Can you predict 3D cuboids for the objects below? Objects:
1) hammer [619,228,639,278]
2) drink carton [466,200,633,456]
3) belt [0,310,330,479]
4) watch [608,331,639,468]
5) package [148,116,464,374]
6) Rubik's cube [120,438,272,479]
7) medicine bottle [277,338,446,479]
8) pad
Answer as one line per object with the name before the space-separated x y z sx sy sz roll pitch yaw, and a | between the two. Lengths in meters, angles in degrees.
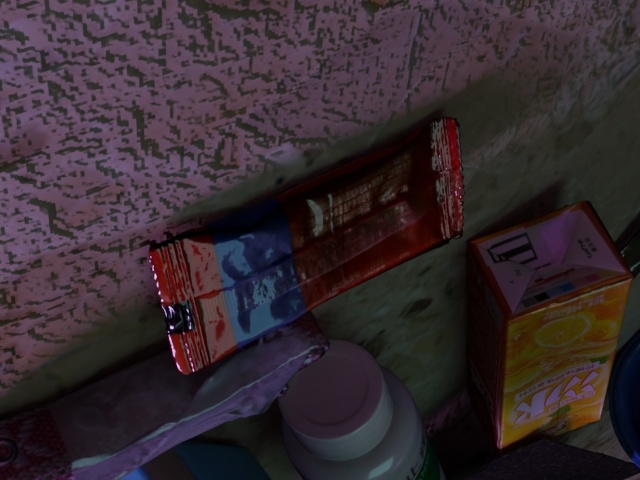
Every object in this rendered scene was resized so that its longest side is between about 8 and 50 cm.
hammer | 0.271 -0.014 0.987 0.125 0.027 0.297 13 120 -49
drink carton | 0.163 0.073 0.914 0.096 0.071 0.223 -19 147 -6
belt | -0.103 0.099 0.686 0.232 0.053 0.071 -26 144 -22
watch | 0.389 0.150 1.173 0.171 0.196 0.200 26 102 -48
package | 0.000 0.000 0.683 0.200 0.022 0.083 -25 122 -25
Rubik's cube | -0.081 0.267 0.764 0.265 0.213 0.224 -50 149 15
medicine bottle | 0.032 0.152 0.864 0.095 0.095 0.260 -38 150 -6
pad | 0.160 0.235 1.123 0.220 0.004 0.330 -28 155 20
